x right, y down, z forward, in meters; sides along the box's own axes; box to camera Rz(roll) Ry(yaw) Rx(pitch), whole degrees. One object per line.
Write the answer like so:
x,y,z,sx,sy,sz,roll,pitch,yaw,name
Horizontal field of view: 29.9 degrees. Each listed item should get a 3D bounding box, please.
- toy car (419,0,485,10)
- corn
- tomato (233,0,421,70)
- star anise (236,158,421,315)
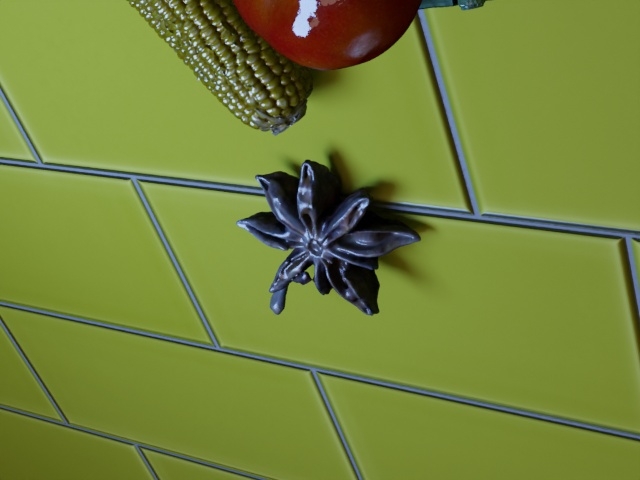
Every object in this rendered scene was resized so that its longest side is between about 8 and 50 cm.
0.096,-0.248,1.056,0.186,0.058,0.093,6,115,52,toy car
-0.120,-0.232,1.227,0.293,0.106,0.106,48,143,-12,corn
0.005,-0.240,1.012,0.195,0.136,0.195,29,128,44,tomato
0.000,0.000,1.398,0.231,0.089,0.209,-20,106,42,star anise
